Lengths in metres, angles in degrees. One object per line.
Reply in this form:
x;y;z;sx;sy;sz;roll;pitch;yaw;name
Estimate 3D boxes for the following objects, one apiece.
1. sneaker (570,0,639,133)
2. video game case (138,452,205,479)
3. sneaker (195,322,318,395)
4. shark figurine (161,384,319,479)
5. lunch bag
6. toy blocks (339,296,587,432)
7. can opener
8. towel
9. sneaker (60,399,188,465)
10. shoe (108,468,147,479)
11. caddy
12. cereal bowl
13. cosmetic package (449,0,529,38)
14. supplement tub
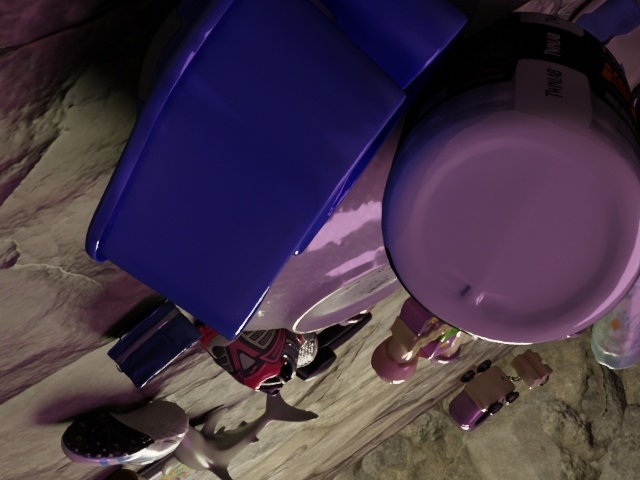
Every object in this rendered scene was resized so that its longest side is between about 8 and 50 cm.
0.368;-0.161;1.469;0.127;0.182;0.315;-32;163;-11;sneaker
-0.269;0.411;2.030;0.193;0.023;0.212;-33;163;-10;video game case
-0.071;0.152;1.572;0.121;0.112;0.299;-39;164;11;sneaker
-0.140;0.341;1.905;0.278;0.116;0.166;-11;138;-48;shark figurine
-0.190;0.114;1.315;0.098;0.065;0.067;-40;179;10;lunch bag
0.199;0.133;1.703;0.289;0.309;0.260;-25;154;-31;toy blocks
0.015;0.159;1.859;0.186;0.073;0.059;-36;158;-33;can opener
0.467;-0.047;1.688;0.374;0.090;0.320;-58;151;-48;towel
-0.259;0.267;1.549;0.086;0.085;0.237;-53;159;16;sneaker
-0.357;0.444;1.852;0.219;0.076;0.058;-40;158;5;shoe
-0.051;-0.091;0.854;0.241;0.179;0.341;-54;180;-44;caddy
0.010;-0.005;1.186;0.339;0.141;0.339;-26;164;-8;cereal bowl
0.149;-0.272;0.873;0.127;0.107;0.238;-33;162;-17;cosmetic package
0.160;-0.070;0.950;0.193;0.193;0.316;-44;-169;26;supplement tub
